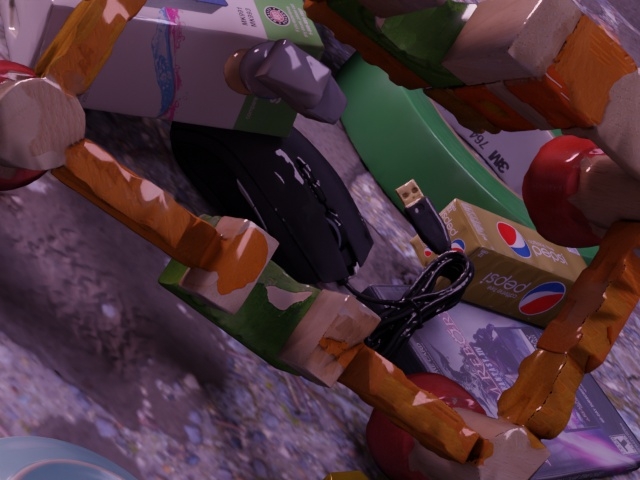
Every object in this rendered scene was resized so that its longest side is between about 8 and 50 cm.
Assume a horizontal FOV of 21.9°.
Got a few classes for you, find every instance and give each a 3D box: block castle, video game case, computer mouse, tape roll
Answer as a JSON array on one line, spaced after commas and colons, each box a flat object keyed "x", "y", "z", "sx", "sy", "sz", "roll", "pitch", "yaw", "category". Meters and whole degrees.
[{"x": 0.007, "y": -0.057, "z": 1.100, "sx": 0.453, "sy": 0.303, "sz": 0.213, "roll": 37, "pitch": -9, "yaw": -18, "category": "block castle"}, {"x": 0.160, "y": 0.120, "z": 1.397, "sx": 0.274, "sy": 0.026, "sz": 0.196, "roll": 5, "pitch": 47, "yaw": -56, "category": "video game case"}, {"x": 0.015, "y": -0.034, "z": 1.300, "sx": 0.184, "sy": 0.060, "sz": 0.262, "roll": -29, "pitch": 75, "yaw": -43, "category": "computer mouse"}, {"x": 0.157, "y": -0.083, "z": 1.636, "sx": 0.321, "sy": 0.077, "sz": 0.321, "roll": 36, "pitch": 27, "yaw": -22, "category": "tape roll"}]

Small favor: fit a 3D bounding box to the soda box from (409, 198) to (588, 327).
[{"x": 0.164, "y": 0.024, "z": 1.445, "sx": 0.181, "sy": 0.061, "sz": 0.058, "roll": 19, "pitch": 36, "yaw": -44, "category": "soda box"}]

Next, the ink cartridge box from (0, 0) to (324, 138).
[{"x": -0.124, "y": -0.168, "z": 1.240, "sx": 0.212, "sy": 0.093, "sz": 0.154, "roll": 5, "pitch": 39, "yaw": -24, "category": "ink cartridge box"}]

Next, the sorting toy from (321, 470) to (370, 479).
[{"x": 0.038, "y": 0.244, "z": 1.004, "sx": 0.229, "sy": 0.041, "sz": 0.307, "roll": 33, "pitch": 28, "yaw": -25, "category": "sorting toy"}]

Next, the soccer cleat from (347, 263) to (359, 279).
[{"x": 0.000, "y": 0.000, "z": 1.324, "sx": 0.083, "sy": 0.029, "sz": 0.035, "roll": 44, "pitch": 10, "yaw": -14, "category": "soccer cleat"}]

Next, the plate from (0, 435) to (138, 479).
[{"x": -0.120, "y": 0.173, "z": 0.878, "sx": 0.188, "sy": 0.024, "sz": 0.188, "roll": 32, "pitch": 28, "yaw": -20, "category": "plate"}]
